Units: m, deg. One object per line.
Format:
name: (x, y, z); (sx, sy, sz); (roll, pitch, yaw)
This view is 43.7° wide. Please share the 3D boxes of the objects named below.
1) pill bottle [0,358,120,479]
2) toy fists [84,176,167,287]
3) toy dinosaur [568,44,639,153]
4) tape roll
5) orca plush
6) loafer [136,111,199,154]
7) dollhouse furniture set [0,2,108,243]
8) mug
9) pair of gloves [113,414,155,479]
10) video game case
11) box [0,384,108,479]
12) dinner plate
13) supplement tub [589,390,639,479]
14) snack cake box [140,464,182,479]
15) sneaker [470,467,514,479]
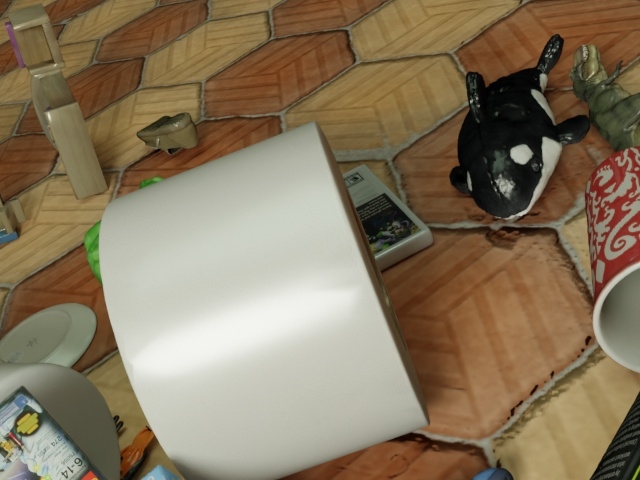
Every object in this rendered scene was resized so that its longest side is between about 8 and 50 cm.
pill bottle: (-0.361, 0.189, 0.655); (0.360, 0.204, 0.204); (-6, 38, 25)
toy fists: (-0.156, 0.001, 0.858); (0.279, 0.096, 0.142); (2, 54, 43)
toy dinosaur: (0.325, -0.129, 0.799); (0.118, 0.064, 0.268); (-27, 32, 24)
tape roll: (-0.035, 0.051, 0.611); (0.169, 0.246, 0.246); (-21, 35, 5)
orca plush: (0.199, -0.145, 0.831); (0.151, 0.102, 0.287); (-9, 35, 45)
loafer: (-0.223, -0.151, 1.163); (0.056, 0.050, 0.148); (-37, 21, -23)
dollhouse furniture set: (-0.496, -0.160, 1.124); (0.303, 0.287, 0.198); (-21, 33, -16)
mug: (0.275, 0.016, 0.624); (0.113, 0.150, 0.169); (-48, 16, 33)
pair of gloves: (-0.189, 0.194, 0.717); (0.083, 0.010, 0.074); (5, 45, 39)
video game case: (0.000, 0.000, 0.854); (0.190, 0.022, 0.173); (-27, 34, -6)
box: (-0.211, 0.171, 0.497); (0.137, 0.094, 0.027); (-43, 6, -27)
dinner plate: (-0.317, 0.116, 0.891); (0.141, 0.017, 0.141); (-17, 36, 13)
supplement tub: (0.216, 0.158, 0.366); (0.193, 0.194, 0.316); (15, 50, 42)
snack cake box: (-0.147, 0.281, 0.460); (0.264, 0.089, 0.152); (-41, 38, -1)
sneaker: (0.072, 0.198, 0.522); (0.144, 0.053, 0.059); (-40, 36, -23)
